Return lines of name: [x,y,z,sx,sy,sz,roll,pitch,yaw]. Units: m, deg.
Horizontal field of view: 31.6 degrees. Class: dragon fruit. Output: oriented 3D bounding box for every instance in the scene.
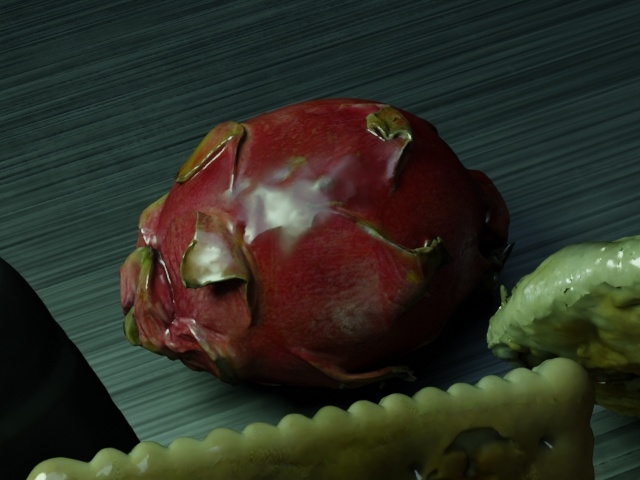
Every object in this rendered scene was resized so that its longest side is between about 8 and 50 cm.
dragon fruit: [0.004,0.000,0.888,0.315,0.250,0.250,4,40,-6]

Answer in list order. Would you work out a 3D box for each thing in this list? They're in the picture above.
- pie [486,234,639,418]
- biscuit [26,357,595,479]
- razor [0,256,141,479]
pie: [0.254,0.078,0.672,0.339,0.339,0.077,10,71,25]
biscuit: [0.009,0.188,0.616,0.325,0.217,0.044,-7,17,-19]
razor: [-0.182,0.179,0.629,0.204,0.349,0.113,-27,24,-3]
